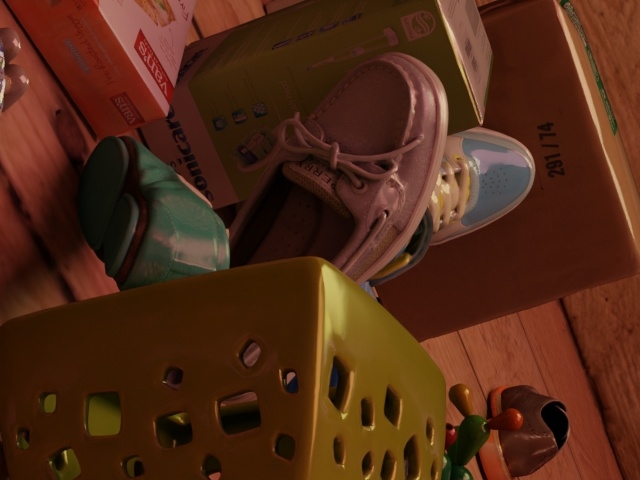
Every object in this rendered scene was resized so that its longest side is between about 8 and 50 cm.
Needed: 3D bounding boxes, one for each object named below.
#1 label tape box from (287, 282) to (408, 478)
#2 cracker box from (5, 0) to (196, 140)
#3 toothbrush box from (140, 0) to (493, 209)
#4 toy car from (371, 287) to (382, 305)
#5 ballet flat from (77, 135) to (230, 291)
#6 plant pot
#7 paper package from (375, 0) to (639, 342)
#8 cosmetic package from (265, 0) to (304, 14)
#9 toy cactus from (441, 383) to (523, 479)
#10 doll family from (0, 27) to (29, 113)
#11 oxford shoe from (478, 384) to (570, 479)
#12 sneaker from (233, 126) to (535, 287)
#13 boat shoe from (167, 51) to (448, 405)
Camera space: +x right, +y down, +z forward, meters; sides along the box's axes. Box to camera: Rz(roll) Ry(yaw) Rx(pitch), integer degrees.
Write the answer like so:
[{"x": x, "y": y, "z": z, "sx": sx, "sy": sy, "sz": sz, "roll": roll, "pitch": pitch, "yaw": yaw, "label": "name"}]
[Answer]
[{"x": 0.043, "y": 0.226, "z": 1.210, "sx": 0.240, "sy": 0.106, "sz": 0.333, "roll": -76, "pitch": 146, "yaw": -59, "label": "label tape box"}, {"x": -0.171, "y": -0.213, "z": 1.023, "sx": 0.232, "sy": 0.067, "sz": 0.155, "roll": -85, "pitch": 152, "yaw": -50, "label": "cracker box"}, {"x": 0.001, "y": -0.145, "z": 1.130, "sx": 0.206, "sy": 0.283, "sz": 0.122, "roll": -69, "pitch": 140, "yaw": -65, "label": "toothbrush box"}, {"x": 0.000, "y": 0.000, "z": 1.387, "sx": 0.225, "sy": 0.053, "sz": 0.239, "roll": 19, "pitch": 55, "yaw": -69, "label": "toy car"}, {"x": -0.111, "y": -0.009, "z": 0.854, "sx": 0.087, "sy": 0.083, "sz": 0.247, "roll": 21, "pitch": 9, "yaw": -21, "label": "ballet flat"}, {"x": -0.054, "y": 0.160, "z": 0.777, "sx": 0.227, "sy": 0.228, "sz": 0.207, "roll": 44, "pitch": 40, "yaw": -55, "label": "plant pot"}, {"x": 0.180, "y": -0.085, "z": 1.410, "sx": 0.168, "sy": 0.310, "sz": 0.324, "roll": -57, "pitch": 127, "yaw": -70, "label": "paper package"}, {"x": 0.053, "y": -0.268, "z": 1.587, "sx": 0.151, "sy": 0.184, "sz": 0.151, "roll": -57, "pitch": 128, "yaw": -69, "label": "cosmetic package"}, {"x": 0.128, "y": 0.243, "z": 1.141, "sx": 0.180, "sy": 0.112, "sz": 0.219, "roll": -69, "pitch": 149, "yaw": -48, "label": "toy cactus"}, {"x": -0.235, "y": -0.147, "z": 0.665, "sx": 0.163, "sy": 0.118, "sz": 0.262, "roll": -5, "pitch": 79, "yaw": -73, "label": "doll family"}, {"x": 0.350, "y": 0.309, "z": 2.060, "sx": 0.364, "sy": 0.133, "sz": 0.129, "roll": -34, "pitch": 106, "yaw": -73, "label": "oxford shoe"}, {"x": 0.094, "y": -0.031, "z": 1.195, "sx": 0.208, "sy": 0.319, "sz": 0.127, "roll": -147, "pitch": -131, "yaw": -67, "label": "sneaker"}, {"x": -0.014, "y": -0.007, "z": 0.981, "sx": 0.118, "sy": 0.320, "sz": 0.103, "roll": 40, "pitch": 10, "yaw": 23, "label": "boat shoe"}]
